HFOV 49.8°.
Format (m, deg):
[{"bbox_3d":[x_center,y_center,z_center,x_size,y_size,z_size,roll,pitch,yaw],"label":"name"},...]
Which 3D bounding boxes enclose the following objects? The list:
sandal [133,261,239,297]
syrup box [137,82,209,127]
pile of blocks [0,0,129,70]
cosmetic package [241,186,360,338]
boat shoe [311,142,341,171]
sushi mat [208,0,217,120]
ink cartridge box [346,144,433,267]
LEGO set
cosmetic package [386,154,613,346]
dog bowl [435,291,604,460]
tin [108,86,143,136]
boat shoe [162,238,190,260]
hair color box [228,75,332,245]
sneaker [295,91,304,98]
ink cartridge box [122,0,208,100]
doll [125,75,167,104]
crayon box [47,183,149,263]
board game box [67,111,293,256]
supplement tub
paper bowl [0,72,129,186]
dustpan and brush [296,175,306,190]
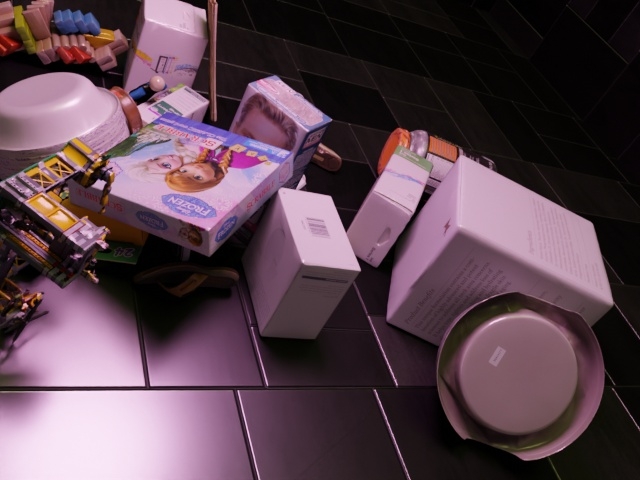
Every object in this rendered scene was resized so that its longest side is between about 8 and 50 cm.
[{"bbox_3d":[-0.265,0.087,1.392,0.219,0.090,0.060,9,63,-37],"label":"sandal"},{"bbox_3d":[-0.387,-0.304,1.737,0.093,0.096,0.237,34,35,3],"label":"syrup box"},{"bbox_3d":[-0.656,-0.505,1.721,0.363,0.149,0.112,-3,53,-27],"label":"pile of blocks"},{"bbox_3d":[-0.050,0.050,1.445,0.138,0.224,0.224,9,42,-29],"label":"cosmetic package"},{"bbox_3d":[-0.026,-0.264,1.979,0.190,0.068,0.072,33,23,-13],"label":"boat shoe"},{"bbox_3d":[-0.280,-0.480,1.783,0.019,0.316,0.151,-2,37,-11],"label":"sushi mat"},{"bbox_3d":[0.175,-0.093,1.790,0.117,0.201,0.278,30,37,1],"label":"ink cartridge box"},{"bbox_3d":[-0.436,0.010,1.162,0.192,0.331,0.255,39,23,-2],"label":"LEGO set"},{"bbox_3d":[0.416,0.073,1.655,0.394,0.329,0.327,27,37,-7],"label":"cosmetic package"},{"bbox_3d":[0.401,0.273,1.437,0.349,0.348,0.102,27,-2,-5],"label":"dog bowl"},{"bbox_3d":[-0.447,-0.262,1.574,0.106,0.189,0.040,31,55,22],"label":"tin"},{"bbox_3d":[-0.333,-0.023,1.479,0.083,0.065,0.183,0,42,-25],"label":"boat shoe"},{"bbox_3d":[-0.132,-0.173,1.547,0.174,0.347,0.105,40,37,12],"label":"hair color box"},{"bbox_3d":[-0.113,-0.403,2.058,0.211,0.080,0.081,-11,50,-41],"label":"sneaker"},{"bbox_3d":[-0.416,-0.505,1.837,0.168,0.232,0.171,12,40,-24],"label":"ink cartridge box"},{"bbox_3d":[-0.443,-0.364,1.704,0.129,0.189,0.046,-33,108,-41],"label":"doll"},{"bbox_3d":[-0.435,-0.095,1.422,0.203,0.083,0.322,7,39,-1],"label":"crayon box"},{"bbox_3d":[-0.266,-0.127,1.365,0.319,0.065,0.318,19,40,17],"label":"board game box"},{"bbox_3d":[0.343,-0.206,2.048,0.316,0.193,0.193,21,37,-13],"label":"supplement tub"},{"bbox_3d":[-0.551,-0.243,1.416,0.285,0.148,0.284,-5,38,4],"label":"paper bowl"},{"bbox_3d":[-0.140,-0.208,1.826,0.211,0.060,0.147,36,37,7],"label":"dustpan and brush"}]
